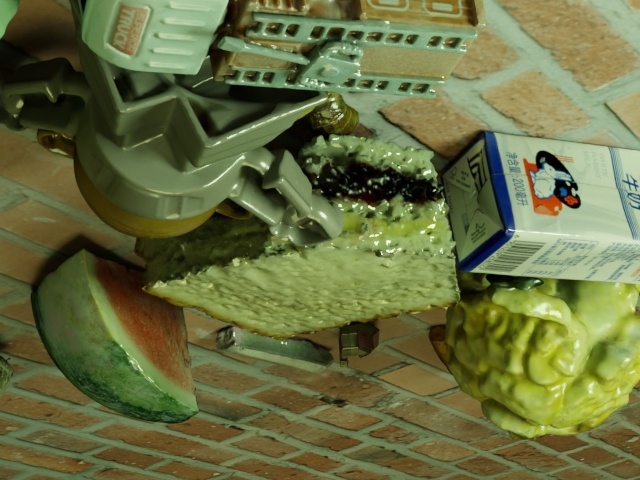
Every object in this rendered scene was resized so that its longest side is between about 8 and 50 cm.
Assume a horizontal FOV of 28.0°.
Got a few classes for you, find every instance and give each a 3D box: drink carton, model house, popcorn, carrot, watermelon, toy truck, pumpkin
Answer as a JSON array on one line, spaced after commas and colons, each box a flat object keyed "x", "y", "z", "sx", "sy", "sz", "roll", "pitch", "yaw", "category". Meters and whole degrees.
[{"x": 0.302, "y": -0.031, "z": 1.437, "sx": 0.315, "sy": 0.131, "sz": 0.106, "roll": 5, "pitch": 152, "yaw": -24, "category": "drink carton"}, {"x": 0.055, "y": 0.143, "z": 1.797, "sx": 0.058, "sy": 0.057, "sz": 0.083, "roll": -2, "pitch": 152, "yaw": -2, "category": "model house"}, {"x": 0.291, "y": 0.121, "z": 1.596, "sx": 0.293, "sy": 0.237, "sz": 0.293, "roll": -4, "pitch": -168, "yaw": 1, "category": "popcorn"}, {"x": 0.197, "y": 0.168, "z": 1.912, "sx": 0.042, "sy": 0.042, "sz": 0.171, "roll": -16, "pitch": 150, "yaw": 14, "category": "carrot"}, {"x": -0.252, "y": 0.115, "z": 1.563, "sx": 0.256, "sy": 0.176, "sz": 0.260, "roll": 22, "pitch": 178, "yaw": 40, "category": "watermelon"}, {"x": -0.034, "y": -0.195, "z": 0.965, "sx": 0.305, "sy": 0.162, "sz": 0.136, "roll": 2, "pitch": 152, "yaw": -20, "category": "toy truck"}, {"x": 0.008, "y": -0.119, "z": 1.286, "sx": 0.050, "sy": 0.028, "sz": 0.083, "roll": -17, "pitch": 148, "yaw": 22, "category": "pumpkin"}]

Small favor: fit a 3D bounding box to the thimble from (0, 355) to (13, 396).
[{"x": -0.462, "y": 0.179, "z": 1.684, "sx": 0.110, "sy": 0.084, "sz": 0.062, "roll": -22, "pitch": 155, "yaw": 0, "category": "thimble"}]

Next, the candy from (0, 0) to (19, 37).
[{"x": -0.424, "y": -0.230, "z": 0.830, "sx": 0.397, "sy": 0.172, "sz": 0.263, "roll": 11, "pitch": 144, "yaw": 6, "category": "candy"}]

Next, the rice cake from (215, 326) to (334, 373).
[{"x": -0.061, "y": 0.157, "z": 1.815, "sx": 0.206, "sy": 0.036, "sz": 0.047, "roll": 17, "pitch": 156, "yaw": -42, "category": "rice cake"}]

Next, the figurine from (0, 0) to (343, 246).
[{"x": -0.139, "y": -0.091, "z": 1.125, "sx": 0.342, "sy": 0.167, "sz": 0.285, "roll": 40, "pitch": 152, "yaw": 4, "category": "figurine"}]

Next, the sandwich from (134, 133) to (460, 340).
[{"x": 0.000, "y": 0.001, "z": 1.377, "sx": 0.325, "sy": 0.131, "sz": 0.262, "roll": -15, "pitch": 154, "yaw": 34, "category": "sandwich"}]
